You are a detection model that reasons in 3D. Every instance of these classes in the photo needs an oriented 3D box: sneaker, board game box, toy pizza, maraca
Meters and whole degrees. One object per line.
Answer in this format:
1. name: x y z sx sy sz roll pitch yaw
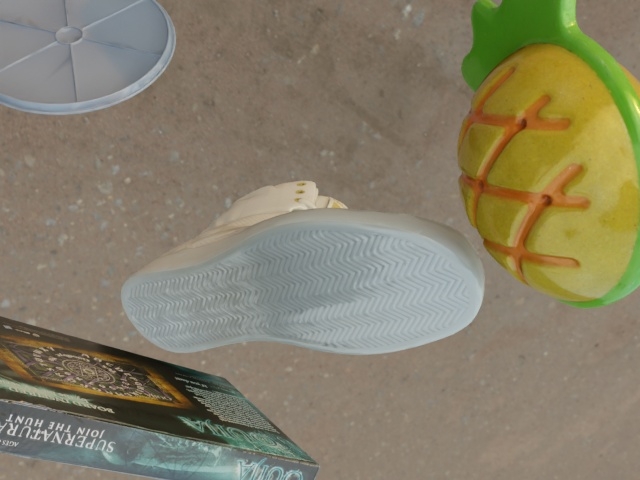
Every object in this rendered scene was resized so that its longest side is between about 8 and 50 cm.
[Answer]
1. sneaker: 0.000 0.000 0.533 0.169 0.293 0.108 -47 122 -48
2. board game box: -0.105 0.089 0.382 0.186 0.126 0.026 25 89 -35
3. toy pizza: -0.244 -0.190 0.690 0.201 0.201 0.032 -21 149 -18
4. maraca: 0.119 -0.055 0.369 0.099 0.185 0.127 -10 168 -21
